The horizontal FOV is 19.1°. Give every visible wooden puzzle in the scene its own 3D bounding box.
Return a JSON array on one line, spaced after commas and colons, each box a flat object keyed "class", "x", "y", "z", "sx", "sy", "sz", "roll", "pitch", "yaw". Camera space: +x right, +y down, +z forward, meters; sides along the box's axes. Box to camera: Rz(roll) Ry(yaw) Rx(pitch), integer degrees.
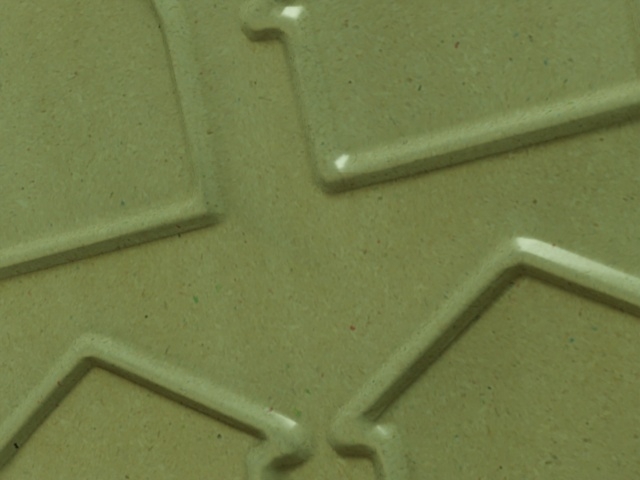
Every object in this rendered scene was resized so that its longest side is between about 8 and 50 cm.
[{"class": "wooden puzzle", "x": 0.000, "y": 0.000, "z": 0.587, "sx": 0.322, "sy": 0.080, "sz": 0.347, "roll": -14, "pitch": 82, "yaw": 26}]
